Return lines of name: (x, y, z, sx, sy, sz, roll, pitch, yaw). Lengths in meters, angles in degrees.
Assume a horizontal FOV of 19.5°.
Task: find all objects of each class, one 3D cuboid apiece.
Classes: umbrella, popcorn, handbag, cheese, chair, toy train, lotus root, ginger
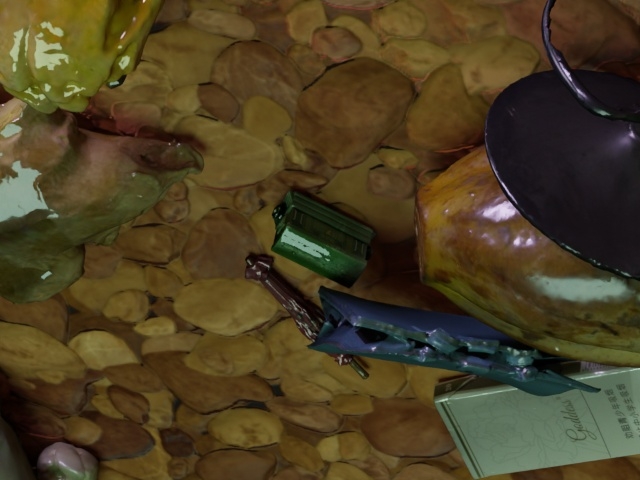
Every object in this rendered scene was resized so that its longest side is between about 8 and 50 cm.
umbrella: (-0.011, 0.071, 1.650, 0.165, 0.025, 0.027, 46, 149, -22)
popcorn: (-0.187, -0.180, 1.385, 0.148, 0.167, 0.152, 38, 178, 20)
handbag: (0.109, 0.087, 1.526, 0.221, 0.057, 0.144, 12, 179, -13)
cheese: (-0.261, 0.280, 1.899, 0.065, 0.043, 0.194, 12, 134, 3)
chair: (0.279, -0.180, 1.206, 0.226, 0.226, 0.401, 21, 132, -3)
toy train: (0.000, 0.000, 1.558, 0.093, 0.056, 0.038, 26, 129, -13)
lotus root: (0.209, 0.012, 1.429, 0.291, 0.193, 0.193, 12, 134, 8)
ginger: (-0.236, -0.037, 1.546, 0.270, 0.123, 0.219, 5, 130, 11)

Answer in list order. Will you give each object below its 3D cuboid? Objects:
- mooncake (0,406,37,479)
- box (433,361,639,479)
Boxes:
mooncake: (-0.384, 0.255, 1.839, 0.254, 0.136, 0.250, -7, 119, 25)
box: (0.210, 0.156, 1.661, 0.198, 0.029, 0.109, -12, 127, 23)
